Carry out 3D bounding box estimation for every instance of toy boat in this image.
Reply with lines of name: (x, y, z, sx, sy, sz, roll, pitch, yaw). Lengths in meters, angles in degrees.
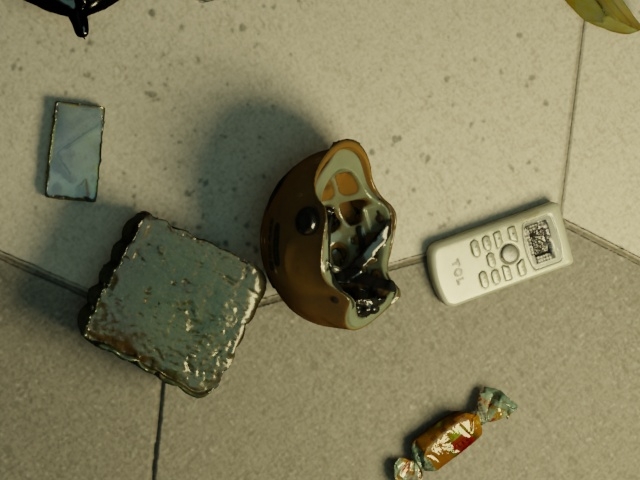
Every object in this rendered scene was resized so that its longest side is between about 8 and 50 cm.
toy boat: (0.345, -0.323, 2.044, 0.172, 0.065, 0.066, 50, 62, -18)
toy boat: (-0.288, -0.104, 1.898, 0.063, 0.016, 0.115, 6, 94, -17)

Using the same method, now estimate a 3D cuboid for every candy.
candy: (0.167, 0.249, 2.062, 0.182, 0.046, 0.053, -35, 108, -5)

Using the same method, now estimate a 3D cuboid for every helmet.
helmet: (0.000, 0.000, 1.925, 0.130, 0.198, 0.224, -11, 88, 25)

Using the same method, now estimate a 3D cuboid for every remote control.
remote control: (0.228, 0.018, 2.062, 0.190, 0.029, 0.088, -18, 101, -14)

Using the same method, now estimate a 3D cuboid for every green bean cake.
green bean cake: (-0.178, 0.075, 1.911, 0.181, 0.094, 0.173, 27, 87, -17)

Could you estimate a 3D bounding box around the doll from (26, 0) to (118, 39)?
doll: (-0.285, -0.352, 1.842, 0.127, 0.088, 0.249, -11, 90, 5)
